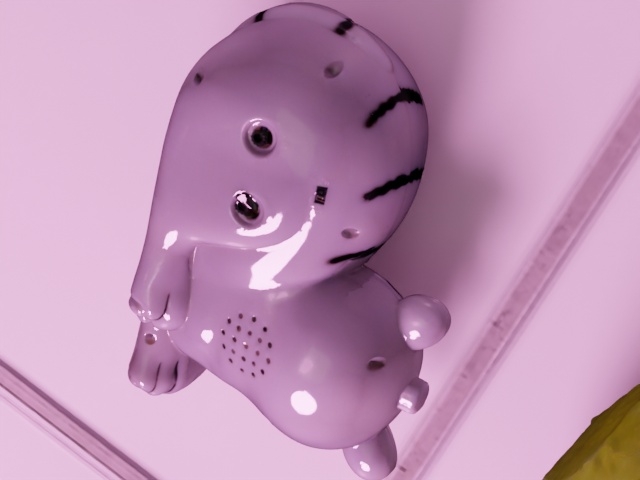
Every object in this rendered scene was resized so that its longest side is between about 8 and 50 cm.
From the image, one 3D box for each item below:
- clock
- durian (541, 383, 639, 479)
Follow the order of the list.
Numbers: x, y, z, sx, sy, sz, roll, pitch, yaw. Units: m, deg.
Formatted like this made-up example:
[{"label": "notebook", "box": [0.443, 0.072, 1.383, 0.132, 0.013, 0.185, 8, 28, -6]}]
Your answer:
[{"label": "clock", "box": [0.000, 0.000, 0.764, 0.117, 0.080, 0.176, 23, 115, 18]}, {"label": "durian", "box": [0.140, 0.125, 0.725, 0.139, 0.101, 0.250, 44, 119, 6]}]
